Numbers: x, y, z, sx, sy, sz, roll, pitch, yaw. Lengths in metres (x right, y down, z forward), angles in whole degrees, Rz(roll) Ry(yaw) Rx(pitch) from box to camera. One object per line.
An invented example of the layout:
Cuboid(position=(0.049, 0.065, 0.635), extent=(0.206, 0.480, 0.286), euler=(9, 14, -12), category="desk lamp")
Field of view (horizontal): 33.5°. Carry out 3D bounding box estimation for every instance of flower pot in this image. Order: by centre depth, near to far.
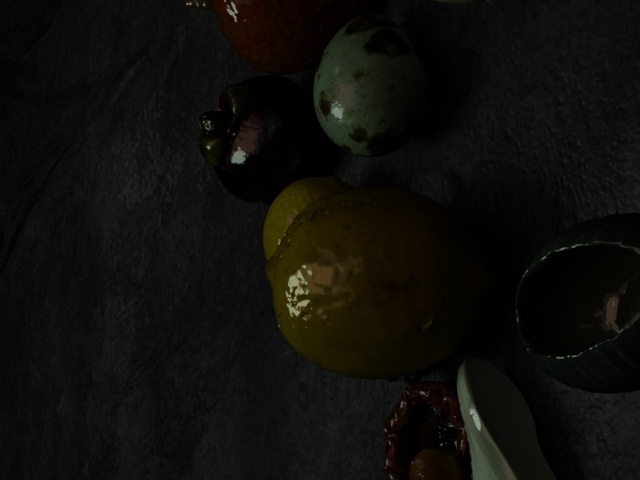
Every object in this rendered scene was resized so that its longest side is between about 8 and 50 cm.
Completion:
Cuboid(position=(0.321, 0.068, 1.145), extent=(0.243, 0.157, 0.189), euler=(-22, 69, 52), category="flower pot")

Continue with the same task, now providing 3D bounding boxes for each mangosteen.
Cuboid(position=(-0.102, -0.162, 1.758), extent=(0.216, 0.216, 0.216), euler=(-11, 77, 55), category="mangosteen")

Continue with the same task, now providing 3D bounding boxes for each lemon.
Cuboid(position=(0.079, 0.057, 1.405), extent=(0.310, 0.258, 0.258), euler=(-2, 82, 17), category="lemon")
Cuboid(position=(0.000, 0.000, 1.613), extent=(0.178, 0.178, 0.203), euler=(26, 107, 54), category="lemon")

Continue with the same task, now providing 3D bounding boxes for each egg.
Cuboid(position=(0.074, -0.229, 1.544), extent=(0.169, 0.169, 0.231), euler=(-39, 41, 47), category="egg")

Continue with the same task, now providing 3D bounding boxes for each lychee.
Cuboid(position=(-0.073, -0.385, 1.694), extent=(0.299, 0.255, 0.255), euler=(-19, 66, 17), category="lychee")

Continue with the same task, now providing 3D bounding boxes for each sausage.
Cuboid(position=(0.178, 0.406, 1.319), extent=(0.076, 0.103, 0.302), euler=(-22, 79, 13), category="sausage")

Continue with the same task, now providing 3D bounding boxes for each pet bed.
Cuboid(position=(0.154, 0.289, 1.458), extent=(0.201, 0.053, 0.201), euler=(-22, 63, 51), category="pet bed")

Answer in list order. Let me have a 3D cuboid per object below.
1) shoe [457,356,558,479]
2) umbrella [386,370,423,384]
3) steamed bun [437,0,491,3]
Cuboid(position=(0.219, 0.280, 1.326), extent=(0.110, 0.095, 0.265), euler=(-55, 46, 39), category="shoe")
Cuboid(position=(0.083, 0.162, 1.558), extent=(0.235, 0.059, 0.066), euler=(31, 107, 61), category="umbrella")
Cuboid(position=(0.175, -0.495, 1.358), extent=(0.334, 0.233, 0.312), euler=(46, 126, 1), category="steamed bun")
